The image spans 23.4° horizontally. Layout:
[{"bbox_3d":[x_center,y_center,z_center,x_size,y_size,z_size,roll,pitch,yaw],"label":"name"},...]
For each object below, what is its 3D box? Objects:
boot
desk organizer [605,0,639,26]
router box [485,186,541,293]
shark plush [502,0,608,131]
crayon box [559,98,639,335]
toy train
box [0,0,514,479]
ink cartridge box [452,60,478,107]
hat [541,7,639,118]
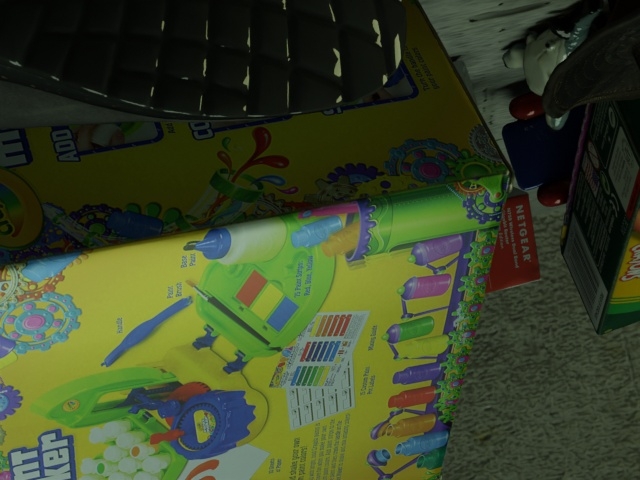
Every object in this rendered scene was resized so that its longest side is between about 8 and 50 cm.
[{"bbox_3d":[-0.156,-0.089,0.617,0.338,0.118,0.223,2,173,-23],"label":"boot"},{"bbox_3d":[0.217,-0.156,1.033,0.050,0.047,0.130,-11,176,16],"label":"desk organizer"},{"bbox_3d":[0.000,0.000,1.442,0.301,0.082,0.335,-14,-166,-13],"label":"router box"},{"bbox_3d":[0.184,-0.152,1.153,0.067,0.073,0.161,-31,156,-8],"label":"shark plush"},{"bbox_3d":[0.369,-0.071,1.259,0.313,0.106,0.363,-19,158,-3],"label":"crayon box"},{"bbox_3d":[0.294,-0.120,1.430,0.248,0.105,0.143,-18,-172,10],"label":"toy train"},{"bbox_3d":[-0.069,0.026,0.890,0.279,0.177,0.290,-11,140,-16],"label":"box"},{"bbox_3d":[0.042,-0.079,1.270,0.139,0.082,0.190,-12,177,-8],"label":"ink cartridge box"},{"bbox_3d":[0.306,-0.107,0.934,0.331,0.134,0.331,-24,171,-4],"label":"hat"}]
